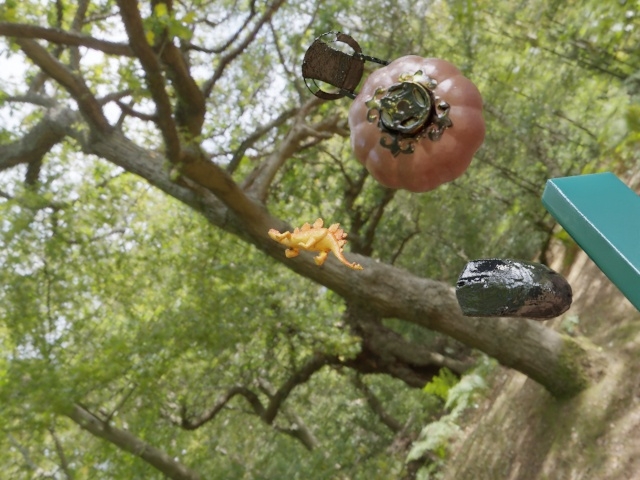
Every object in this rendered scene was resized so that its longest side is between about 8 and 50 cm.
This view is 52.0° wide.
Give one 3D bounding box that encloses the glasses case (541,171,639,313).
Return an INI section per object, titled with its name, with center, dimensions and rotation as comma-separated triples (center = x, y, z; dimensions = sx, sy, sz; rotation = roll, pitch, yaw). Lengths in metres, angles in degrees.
[glasses case]
center = 0.430, 0.014, 0.899
dimensions = 0.301, 0.117, 0.070
rotation = -112, 18, -51

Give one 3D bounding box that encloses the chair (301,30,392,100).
[chair]
center = 0.070, -0.428, 1.676
dimensions = 0.174, 0.213, 0.149
rotation = -68, -13, 16

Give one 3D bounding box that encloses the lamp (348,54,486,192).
[lamp]
center = 0.202, -0.257, 1.425
dimensions = 0.305, 0.305, 0.239
rotation = -62, -20, 3

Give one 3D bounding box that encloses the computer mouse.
[computer mouse]
center = 0.367, 0.094, 1.256
dimensions = 0.073, 0.217, 0.122
rotation = 56, -139, -53

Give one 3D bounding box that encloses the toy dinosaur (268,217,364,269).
[toy dinosaur]
center = 0.000, 0.000, 1.505
dimensions = 0.117, 0.288, 0.070
rotation = -46, -45, -35
